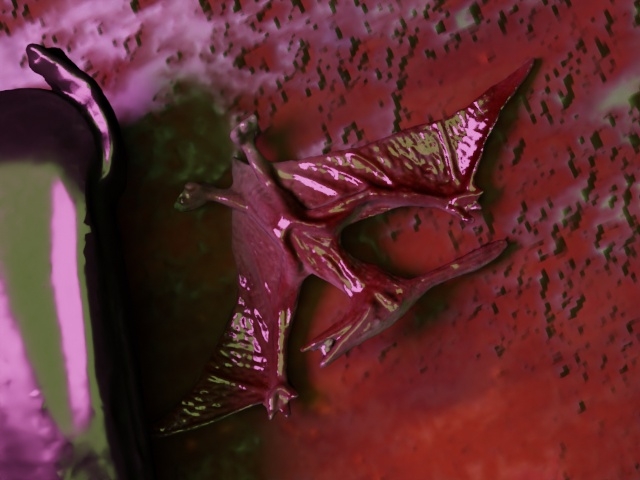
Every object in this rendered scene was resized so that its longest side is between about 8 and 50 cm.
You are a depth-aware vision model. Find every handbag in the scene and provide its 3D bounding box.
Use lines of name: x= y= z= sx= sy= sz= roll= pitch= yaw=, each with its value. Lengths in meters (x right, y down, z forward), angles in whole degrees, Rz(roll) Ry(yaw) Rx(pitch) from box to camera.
handbag: x=-0.149 y=0.096 z=0.672 sx=0.191 sy=0.075 sz=0.332 roll=-6 pitch=91 yaw=20

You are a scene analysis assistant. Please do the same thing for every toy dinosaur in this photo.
toy dinosaur: x=0.000 y=0.000 z=0.665 sx=0.108 sy=0.032 sz=0.220 roll=45 pitch=97 yaw=11
